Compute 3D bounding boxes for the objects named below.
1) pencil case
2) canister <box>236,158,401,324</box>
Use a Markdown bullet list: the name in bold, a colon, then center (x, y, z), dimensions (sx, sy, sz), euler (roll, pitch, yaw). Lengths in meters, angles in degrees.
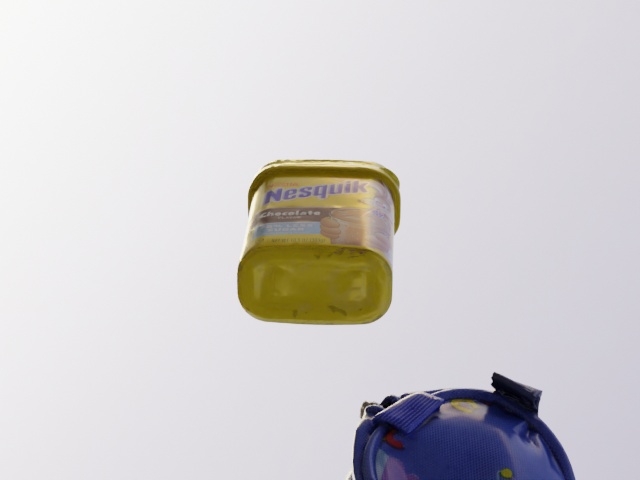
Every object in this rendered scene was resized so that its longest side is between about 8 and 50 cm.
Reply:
- **pencil case**: center (0.031, 0.200, 0.928), dimensions (0.133, 0.119, 0.306), euler (50, -41, 24)
- **canister**: center (0.000, 0.000, 1.358), dimensions (0.170, 0.126, 0.073), euler (-84, 174, -65)
